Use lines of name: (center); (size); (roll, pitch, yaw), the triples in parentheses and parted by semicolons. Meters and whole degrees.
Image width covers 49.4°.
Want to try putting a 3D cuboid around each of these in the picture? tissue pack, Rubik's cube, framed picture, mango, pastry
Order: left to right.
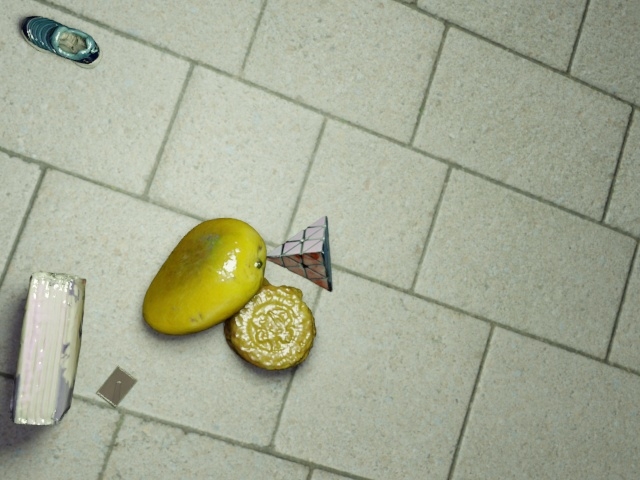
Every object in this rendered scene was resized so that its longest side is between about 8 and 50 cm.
tissue pack: (-0.641, 0.248, 1.661); (0.125, 0.242, 0.344); (7, 85, -12)
framed picture: (-0.525, 0.377, 1.800); (0.066, 0.006, 0.089); (39, 80, -9)
mango: (-0.299, 0.096, 1.759); (0.365, 0.182, 0.253); (-35, 53, 0)
pastry: (-0.127, 0.224, 1.837); (0.240, 0.132, 0.235); (22, 83, -12)
Rubik's cube: (0.000, 0.000, 1.882); (0.211, 0.190, 0.178); (28, 64, -15)

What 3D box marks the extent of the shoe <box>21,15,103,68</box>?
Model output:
shoe: (-0.657, -0.514, 1.767); (0.207, 0.106, 0.091); (23, 81, -5)
